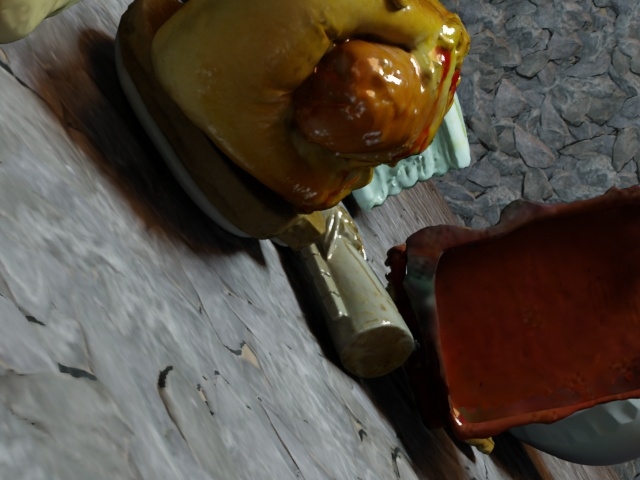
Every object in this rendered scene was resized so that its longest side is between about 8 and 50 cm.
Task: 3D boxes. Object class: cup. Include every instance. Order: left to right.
[{"bbox_3d":[0.285,0.121,1.413,0.253,0.253,0.371,61,12,21],"label":"cup"}]

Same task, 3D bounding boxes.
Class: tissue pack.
[{"bbox_3d":[0.066,-0.208,1.513,0.388,0.162,0.287,-74,144,-81],"label":"tissue pack"}]

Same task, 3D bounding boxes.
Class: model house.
[{"bbox_3d":[0.158,0.060,1.007,0.254,0.196,0.160,107,-30,-84],"label":"model house"}]

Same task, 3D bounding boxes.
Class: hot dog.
[{"bbox_3d":[0.002,-0.105,0.742,0.153,0.150,0.256,46,14,-9],"label":"hot dog"}]

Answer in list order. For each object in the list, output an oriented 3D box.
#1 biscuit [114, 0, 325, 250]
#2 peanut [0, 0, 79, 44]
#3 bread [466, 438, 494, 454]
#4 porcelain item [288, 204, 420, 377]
[{"bbox_3d":[-0.071,-0.071,0.796,0.181,0.049,0.208,59,13,9],"label":"biscuit"},{"bbox_3d":[-0.150,-0.190,0.527,0.149,0.149,0.313,48,19,-47],"label":"peanut"},{"bbox_3d":[0.124,0.151,1.156,0.110,0.024,0.110,55,8,-12],"label":"bread"},{"bbox_3d":[0.000,0.000,0.926,0.084,0.054,0.213,47,12,-55],"label":"porcelain item"}]
